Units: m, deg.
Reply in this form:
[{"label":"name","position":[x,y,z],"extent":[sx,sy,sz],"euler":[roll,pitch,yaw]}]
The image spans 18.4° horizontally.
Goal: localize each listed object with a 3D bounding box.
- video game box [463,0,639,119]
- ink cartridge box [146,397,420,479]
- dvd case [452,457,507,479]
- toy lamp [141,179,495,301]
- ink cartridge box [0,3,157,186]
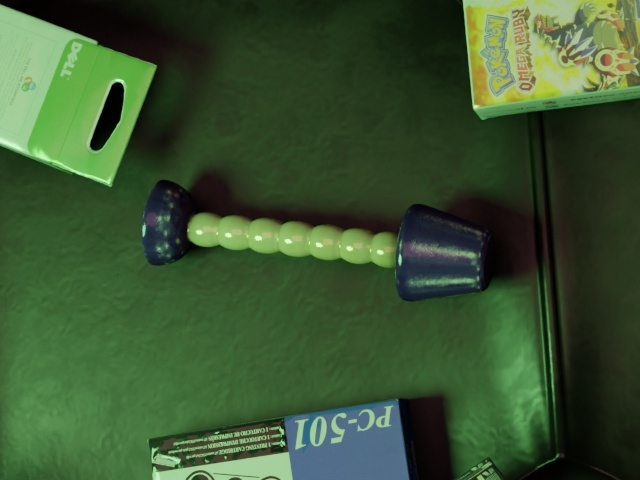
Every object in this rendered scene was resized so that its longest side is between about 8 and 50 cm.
[{"label":"video game box","position":[0.203,-0.209,1.549],"extent":[0.187,0.048,0.205],"euler":[-8,81,15]},{"label":"ink cartridge box","position":[-0.028,0.187,1.552],"extent":[0.207,0.046,0.097],"euler":[-10,82,12]},{"label":"dvd case","position":[0.102,0.228,1.507],"extent":[0.119,0.013,0.087],"euler":[-35,115,7]},{"label":"toy lamp","position":[0.000,0.000,1.557],"extent":[0.274,0.080,0.080],"euler":[8,85,16]},{"label":"ink cartridge box","position":[-0.236,-0.125,1.636],"extent":[0.209,0.062,0.109],"euler":[21,88,15]}]
